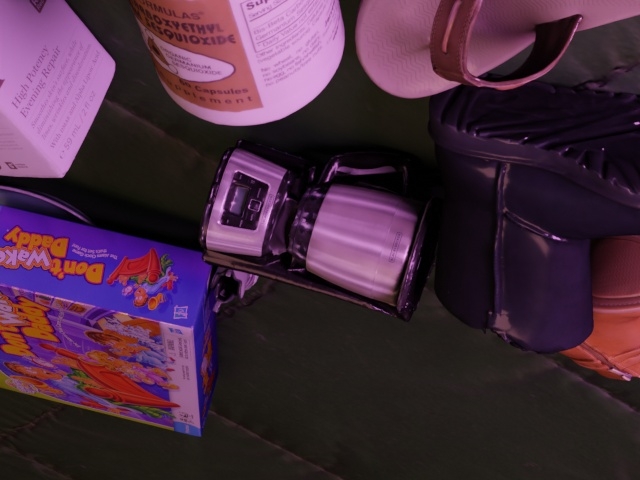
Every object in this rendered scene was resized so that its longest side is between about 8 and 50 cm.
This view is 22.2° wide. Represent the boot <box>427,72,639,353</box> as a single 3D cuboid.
[{"bbox_3d":[0.191,-0.004,1.164,0.246,0.094,0.207,16,139,24],"label":"boot"}]

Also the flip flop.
[{"bbox_3d":[0.121,-0.140,1.020,0.277,0.080,0.112,-11,139,46],"label":"flip flop"}]

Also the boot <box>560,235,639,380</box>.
[{"bbox_3d":[0.252,0.060,1.314,0.152,0.073,0.197,36,157,-30],"label":"boot"}]

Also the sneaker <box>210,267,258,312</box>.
[{"bbox_3d":[-0.084,0.040,1.504,0.038,0.069,0.098,17,153,9],"label":"sneaker"}]

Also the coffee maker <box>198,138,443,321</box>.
[{"bbox_3d":[0.000,0.000,1.318,0.178,0.120,0.171,17,153,9],"label":"coffee maker"}]

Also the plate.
[{"bbox_3d":[-0.273,-0.008,1.599,0.188,0.024,0.188,16,152,9],"label":"plate"}]

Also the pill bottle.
[{"bbox_3d":[-0.064,-0.186,1.010,0.131,0.131,0.229,12,151,17],"label":"pill bottle"}]

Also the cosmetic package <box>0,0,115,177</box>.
[{"bbox_3d":[-0.260,-0.159,1.216,0.085,0.117,0.231,3,149,31],"label":"cosmetic package"}]

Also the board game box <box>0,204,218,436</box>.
[{"bbox_3d":[-0.225,0.086,1.627,0.233,0.078,0.347,13,157,3],"label":"board game box"}]
